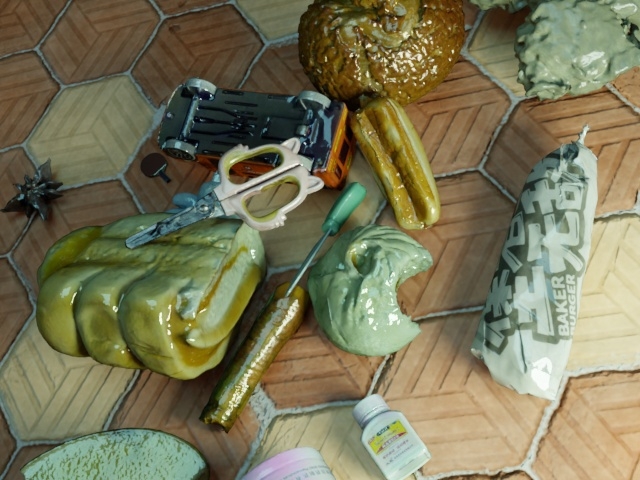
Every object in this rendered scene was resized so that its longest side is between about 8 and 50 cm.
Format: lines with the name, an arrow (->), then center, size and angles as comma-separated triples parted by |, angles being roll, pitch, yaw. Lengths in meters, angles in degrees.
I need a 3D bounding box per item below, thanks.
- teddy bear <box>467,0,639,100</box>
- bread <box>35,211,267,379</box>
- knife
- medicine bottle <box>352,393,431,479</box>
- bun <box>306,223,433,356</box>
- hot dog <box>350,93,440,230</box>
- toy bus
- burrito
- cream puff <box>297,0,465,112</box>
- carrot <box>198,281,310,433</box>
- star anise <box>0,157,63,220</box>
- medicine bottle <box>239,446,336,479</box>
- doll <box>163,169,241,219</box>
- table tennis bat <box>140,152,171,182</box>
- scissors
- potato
teddy bear -> 0.414, -0.395, 1.519 | 0.357, 0.224, 0.367 | 11, 82, 21
bread -> -0.282, 0.094, 1.447 | 0.341, 0.210, 0.300 | 3, 31, 14
knife -> -0.001, 0.000, 1.469 | 0.034, 0.063, 0.260 | 41, 58, -9
medicine bottle -> 0.098, 0.284, 1.317 | 0.074, 0.055, 0.118 | -35, 58, -1
bun -> 0.078, 0.067, 1.399 | 0.204, 0.126, 0.212 | -23, 59, 8
hot dog -> 0.128, -0.134, 1.486 | 0.102, 0.076, 0.249 | -31, 81, 34
toy bus -> -0.111, -0.178, 1.572 | 0.329, 0.153, 0.143 | 9, 74, 21
burrito -> 0.333, 0.020, 1.356 | 0.139, 0.101, 0.445 | 5, 67, 32
cream puff -> 0.098, -0.367, 1.572 | 0.303, 0.212, 0.303 | -7, 66, 16
carrot -> -0.101, 0.183, 1.428 | 0.070, 0.070, 0.260 | 25, 75, 27
star anise -> -0.540, -0.101, 1.725 | 0.124, 0.056, 0.129 | 11, 67, 23
medicine bottle -> -0.006, 0.424, 1.220 | 0.152, 0.152, 0.254 | -35, 58, -2
doll -> -0.207, -0.045, 1.591 | 0.180, 0.075, 0.120 | -21, 96, 29
table tennis bat -> -0.306, -0.134, 1.696 | 0.050, 0.007, 0.083 | -41, 57, -7
scissors -> -0.156, -0.059, 1.408 | 0.318, 0.024, 0.160 | -26, 69, -9
potato -> -0.271, 0.398, 1.347 | 0.255, 0.112, 0.269 | -29, 71, -4
